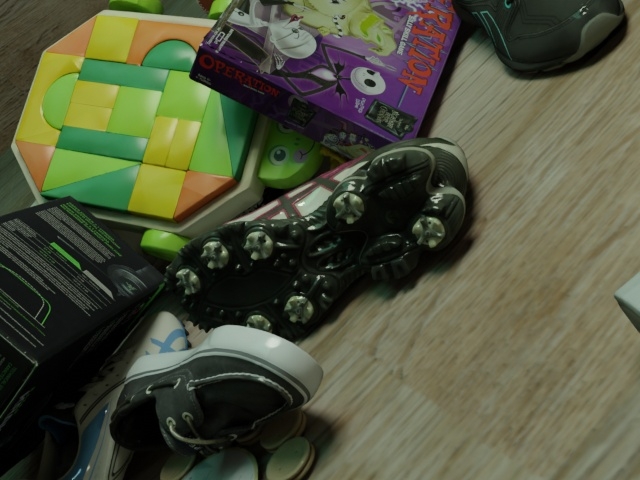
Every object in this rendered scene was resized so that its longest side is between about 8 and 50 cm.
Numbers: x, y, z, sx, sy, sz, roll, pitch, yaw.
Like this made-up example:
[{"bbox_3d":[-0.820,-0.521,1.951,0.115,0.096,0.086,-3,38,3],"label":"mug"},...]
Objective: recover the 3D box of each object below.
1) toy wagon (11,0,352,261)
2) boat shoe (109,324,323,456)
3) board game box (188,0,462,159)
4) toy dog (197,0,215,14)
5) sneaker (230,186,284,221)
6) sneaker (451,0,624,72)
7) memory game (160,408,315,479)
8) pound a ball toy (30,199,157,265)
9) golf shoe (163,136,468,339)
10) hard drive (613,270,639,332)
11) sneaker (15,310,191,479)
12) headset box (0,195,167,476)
[{"bbox_3d":[-0.134,-0.114,0.899,0.344,0.068,0.267,10,78,19],"label":"toy wagon"},{"bbox_3d":[-0.086,0.116,0.640,0.228,0.080,0.076,-15,42,49],"label":"boat shoe"},{"bbox_3d":[0.033,-0.227,0.910,0.056,0.208,0.347,-55,9,47],"label":"board game box"},{"bbox_3d":[-0.101,-0.338,1.097,0.161,0.333,0.220,-5,-5,9],"label":"toy dog"},{"bbox_3d":[-0.069,-0.031,0.943,0.037,0.032,0.083,-7,42,53],"label":"sneaker"},{"bbox_3d":[0.165,-0.229,0.813,0.101,0.106,0.267,-40,31,3],"label":"sneaker"},{"bbox_3d":[-0.077,0.186,0.619,0.186,0.012,0.186,-34,26,19],"label":"memory game"},{"bbox_3d":[-0.185,-0.042,1.046,0.319,0.136,0.208,-51,-16,-4],"label":"pound a ball toy"},{"bbox_3d":[0.000,0.000,0.733,0.273,0.105,0.120,-22,15,27],"label":"golf shoe"},{"bbox_3d":[0.314,-0.038,0.349,0.353,0.047,0.233,-41,24,3],"label":"hard drive"},{"bbox_3d":[-0.179,0.139,0.765,0.085,0.086,0.237,-27,27,36],"label":"sneaker"},{"bbox_3d":[-0.284,0.107,0.772,0.246,0.131,0.283,-50,-1,14],"label":"headset box"}]
